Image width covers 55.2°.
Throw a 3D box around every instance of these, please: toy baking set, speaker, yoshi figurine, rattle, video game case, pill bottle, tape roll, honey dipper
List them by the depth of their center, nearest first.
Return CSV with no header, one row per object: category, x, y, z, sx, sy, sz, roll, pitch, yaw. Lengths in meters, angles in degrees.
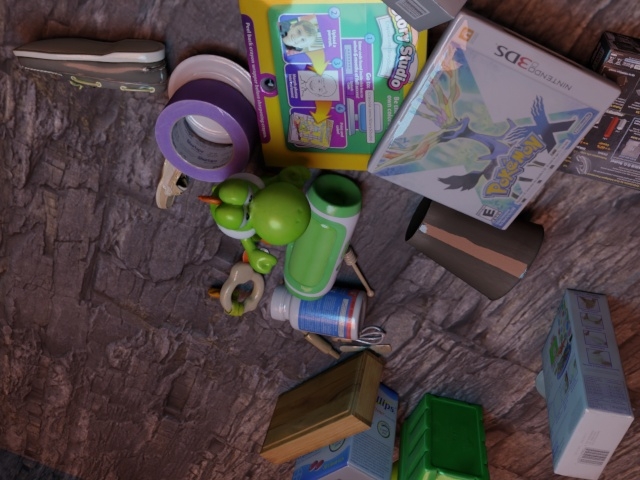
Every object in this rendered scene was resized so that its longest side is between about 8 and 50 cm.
video game case,0.284,-0.190,1.058,0.299,0.036,0.329,22,130,-10
yoshi figurine,-0.093,-0.052,1.171,0.203,0.362,0.204,-24,91,6
tape roll,-0.221,-0.212,1.202,0.188,0.080,0.189,7,133,8
speaker,0.000,0.000,1.361,0.131,0.131,0.297,18,132,-1
honey dipper,0.092,0.080,1.470,0.030,0.030,0.161,-13,127,25
pill bottle,-0.005,0.167,1.503,0.221,0.124,0.124,8,132,12
rattle,-0.211,0.078,1.549,0.130,0.143,0.200,-6,119,-22
toy baking set,0.060,0.249,1.623,0.196,0.030,0.256,-30,117,33

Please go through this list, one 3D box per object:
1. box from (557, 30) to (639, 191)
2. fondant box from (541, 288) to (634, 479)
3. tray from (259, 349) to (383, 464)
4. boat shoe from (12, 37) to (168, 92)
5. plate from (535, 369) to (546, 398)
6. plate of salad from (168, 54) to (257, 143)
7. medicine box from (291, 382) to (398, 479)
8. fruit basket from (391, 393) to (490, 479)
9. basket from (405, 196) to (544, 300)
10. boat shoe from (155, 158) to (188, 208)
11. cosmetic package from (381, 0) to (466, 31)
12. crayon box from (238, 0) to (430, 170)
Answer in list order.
box,0.591,-0.202,1.062,0.307,0.077,0.243,14,132,3
fondant box,0.569,0.308,1.337,0.096,0.330,0.238,7,131,7
tray,-0.004,0.470,1.700,0.076,0.203,0.411,38,132,-19
boat shoe,-0.448,-0.340,1.196,0.304,0.109,0.091,4,126,6
plate,0.655,0.378,1.582,0.188,0.024,0.188,8,131,9
plate of salad,-0.204,-0.282,1.222,0.199,0.048,0.200,7,133,8
medicine box,0.070,0.565,1.719,0.149,0.289,0.263,34,130,-18
fruit basket,0.311,0.663,1.688,0.282,0.392,0.392,11,132,5
basket,0.304,-0.004,1.265,0.226,0.154,0.204,27,135,-4
boat shoe,-0.326,-0.130,1.375,0.059,0.063,0.170,25,131,0
cosmetic package,0.197,-0.425,0.864,0.107,0.127,0.238,34,88,-17
crayon box,0.037,-0.303,1.102,0.312,0.106,0.363,3,131,10
